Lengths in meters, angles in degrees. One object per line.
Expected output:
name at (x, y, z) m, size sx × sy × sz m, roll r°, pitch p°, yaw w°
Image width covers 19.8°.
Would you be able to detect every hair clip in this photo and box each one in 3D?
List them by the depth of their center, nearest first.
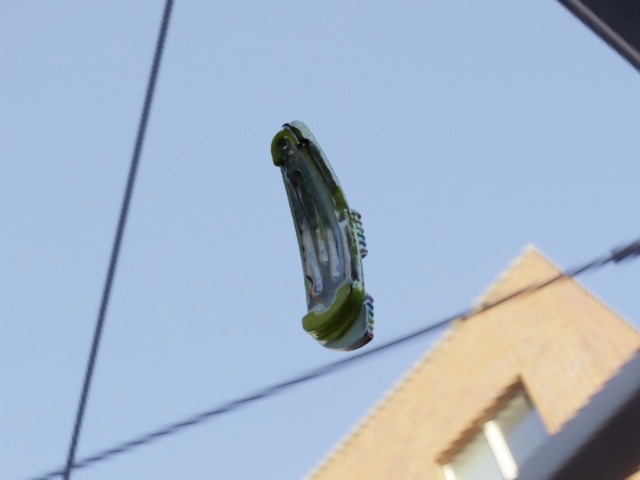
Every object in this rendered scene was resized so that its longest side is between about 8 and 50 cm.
hair clip at (0.000, 0.000, 1.243) m, size 0.033 × 0.188 × 0.060 m, roll 15°, pitch -42°, yaw -39°
